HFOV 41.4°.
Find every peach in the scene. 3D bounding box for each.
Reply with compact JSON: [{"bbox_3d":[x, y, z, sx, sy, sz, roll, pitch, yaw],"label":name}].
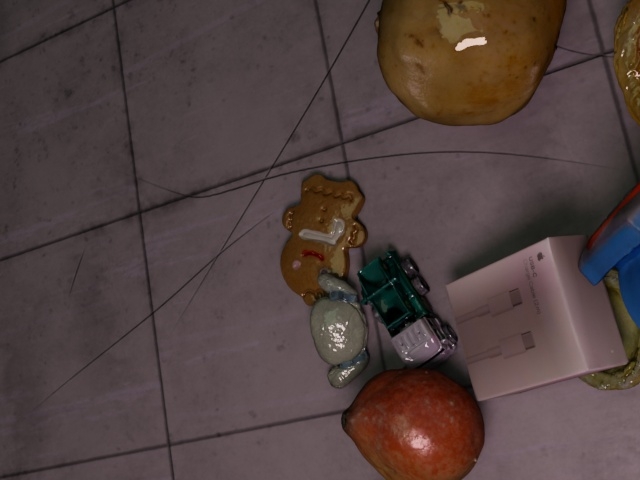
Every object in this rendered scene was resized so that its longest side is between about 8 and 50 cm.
[{"bbox_3d":[0.141,0.306,1.371,0.232,0.232,0.232,-4,80,27],"label":"peach"}]

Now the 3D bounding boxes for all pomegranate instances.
[{"bbox_3d":[0.237,-0.351,1.388,0.332,0.332,0.332,-4,80,27],"label":"pomegranate"}]

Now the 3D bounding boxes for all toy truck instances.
[{"bbox_3d":[0.139,0.123,1.473,0.110,0.116,0.216,-37,68,18],"label":"toy truck"}]

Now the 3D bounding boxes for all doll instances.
[{"bbox_3d":[0.034,0.163,1.542,0.103,0.071,0.214,-9,89,16],"label":"doll"}]

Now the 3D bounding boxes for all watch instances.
[{"bbox_3d":[0.543,0.003,1.151,0.305,0.241,0.274,-40,76,-14],"label":"watch"}]

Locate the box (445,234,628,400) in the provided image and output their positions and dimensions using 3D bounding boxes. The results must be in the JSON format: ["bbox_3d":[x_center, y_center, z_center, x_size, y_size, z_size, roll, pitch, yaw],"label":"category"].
[{"bbox_3d":[0.330,0.126,1.324,0.251,0.106,0.203,-32,65,52],"label":"box"}]

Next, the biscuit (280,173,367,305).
[{"bbox_3d":[-0.001,0.000,1.612,0.184,0.035,0.249,16,90,29],"label":"biscuit"}]

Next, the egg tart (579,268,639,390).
[{"bbox_3d":[0.449,0.138,1.316,0.197,0.078,0.197,-5,83,51],"label":"egg tart"}]

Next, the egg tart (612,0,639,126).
[{"bbox_3d":[0.602,-0.276,1.278,0.319,0.128,0.319,-1,88,25],"label":"egg tart"}]
